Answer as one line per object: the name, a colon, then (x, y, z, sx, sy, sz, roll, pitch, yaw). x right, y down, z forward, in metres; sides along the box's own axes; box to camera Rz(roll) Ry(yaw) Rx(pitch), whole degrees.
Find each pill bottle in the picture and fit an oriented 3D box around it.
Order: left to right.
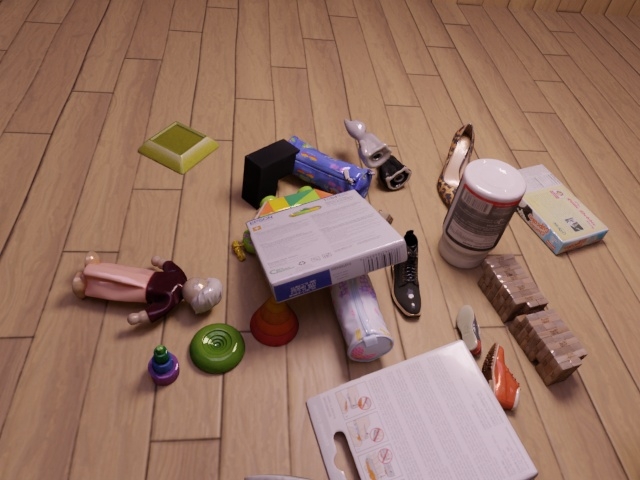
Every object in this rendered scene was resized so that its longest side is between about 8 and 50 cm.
pill bottle: (0.427, -0.065, 1.393, 0.161, 0.283, 0.161, 4, 47, -5)

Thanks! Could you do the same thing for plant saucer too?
plant saucer: (-0.455, -0.313, 1.650, 0.188, 0.045, 0.188, 27, 50, 16)

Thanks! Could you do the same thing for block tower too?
block tower: (0.528, 0.192, 1.306, 0.090, 0.097, 0.336, -10, 52, -18)

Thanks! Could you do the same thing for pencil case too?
pencil case: (0.012, -0.215, 1.575, 0.306, 0.133, 0.119, 27, 89, 17)
pencil case: (0.090, 0.156, 1.251, 0.113, 0.124, 0.273, -4, 49, -14)

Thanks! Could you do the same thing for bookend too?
bookend: (-0.148, -0.198, 1.522, 0.072, 0.156, 0.157, 37, 49, 23)

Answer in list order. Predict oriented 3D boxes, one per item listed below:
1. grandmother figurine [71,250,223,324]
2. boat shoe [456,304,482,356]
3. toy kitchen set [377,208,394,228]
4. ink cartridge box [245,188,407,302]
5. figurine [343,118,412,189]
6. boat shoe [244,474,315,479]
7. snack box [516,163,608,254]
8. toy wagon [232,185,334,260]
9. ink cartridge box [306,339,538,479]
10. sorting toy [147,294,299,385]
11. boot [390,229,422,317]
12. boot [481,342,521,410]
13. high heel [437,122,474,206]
grandmother figurine: (-0.405, 0.113, 1.235, 0.342, 0.104, 0.208, 7, 56, 1)
boat shoe: (0.377, 0.225, 1.287, 0.043, 0.049, 0.137, 39, 34, -32)
toy kitchen set: (0.190, -0.034, 1.503, 0.068, 0.075, 0.083, 28, 90, 21)
ink cartridge box: (0.000, 0.000, 1.282, 0.324, 0.072, 0.330, -18, 29, -9)
figurine: (0.168, -0.287, 1.633, 0.092, 0.215, 0.209, -41, 46, 13)
boat shoe: (0.001, 0.488, 0.940, 0.302, 0.114, 0.091, 1, 64, 12)
snack box: (0.723, -0.107, 1.629, 0.187, 0.060, 0.322, -13, 51, -19)
toy wagon: (-0.077, -0.030, 1.433, 0.344, 0.068, 0.267, -17, 52, -22)
ink cartridge box: (0.197, 0.417, 1.080, 0.384, 0.091, 0.308, -20, 52, -3)
sorting toy: (-0.211, 0.205, 1.160, 0.365, 0.126, 0.127, -20, 54, -25)
boot: (0.228, 0.085, 1.327, 0.076, 0.137, 0.198, -3, 49, -11)
boot: (0.425, 0.319, 1.202, 0.084, 0.059, 0.158, 16, 56, 2)
high heel: (0.437, -0.239, 1.620, 0.093, 0.186, 0.261, 12, 47, 3)
